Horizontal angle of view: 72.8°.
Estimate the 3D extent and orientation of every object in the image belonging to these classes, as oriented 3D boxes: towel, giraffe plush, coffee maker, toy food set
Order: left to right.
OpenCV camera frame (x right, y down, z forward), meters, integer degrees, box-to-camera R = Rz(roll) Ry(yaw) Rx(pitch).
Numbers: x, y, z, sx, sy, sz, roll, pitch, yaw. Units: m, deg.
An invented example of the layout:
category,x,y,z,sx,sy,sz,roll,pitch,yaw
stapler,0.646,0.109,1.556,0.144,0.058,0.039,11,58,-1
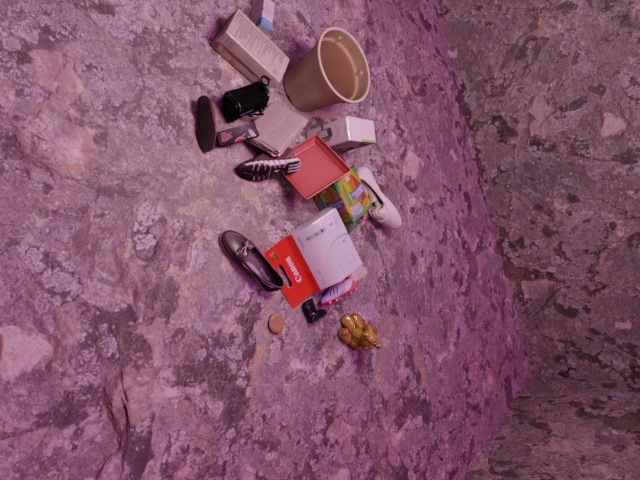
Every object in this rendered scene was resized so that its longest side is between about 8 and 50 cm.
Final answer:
category,x,y,z,sx,sy,sz,roll,pitch,yaw
coffee maker,-0.308,-0.583,1.779,0.178,0.120,0.171,-38,153,-41
towel,-0.192,-0.485,1.886,0.187,0.049,0.282,31,55,5
toy food set,-0.186,0.350,1.845,0.083,0.020,0.083,27,66,-38
giraffe plush,0.201,0.457,2.095,0.181,0.170,0.211,9,77,-43

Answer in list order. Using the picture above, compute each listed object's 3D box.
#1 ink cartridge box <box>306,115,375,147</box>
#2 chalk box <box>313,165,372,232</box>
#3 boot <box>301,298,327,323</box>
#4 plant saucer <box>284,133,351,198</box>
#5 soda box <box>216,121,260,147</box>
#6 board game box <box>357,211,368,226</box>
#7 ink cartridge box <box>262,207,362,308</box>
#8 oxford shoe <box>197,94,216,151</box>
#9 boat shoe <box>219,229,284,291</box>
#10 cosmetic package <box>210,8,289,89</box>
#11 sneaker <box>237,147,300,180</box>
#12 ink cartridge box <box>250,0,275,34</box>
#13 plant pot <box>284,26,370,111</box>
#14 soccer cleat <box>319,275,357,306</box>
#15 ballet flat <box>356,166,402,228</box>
category,x,y,z,sx,sy,sz,roll,pitch,yaw
ink cartridge box,0.095,-0.495,2.075,0.198,0.272,0.115,-7,91,-44
chalk box,0.115,-0.182,2.108,0.180,0.179,0.289,-44,113,-38
boot,-0.029,0.313,1.990,0.121,0.045,0.099,-27,96,-45
plant saucer,-0.040,-0.325,1.953,0.259,0.048,0.258,-35,71,-17
soda box,-0.333,-0.427,1.753,0.168,0.053,0.060,-20,98,-13
board game box,0.210,-0.159,2.297,0.133,0.033,0.169,-43,113,-39
ink cartridge box,-0.026,0.080,1.923,0.385,0.091,0.308,-37,112,-25
oxford shoe,-0.436,-0.452,1.705,0.076,0.075,0.213,-30,120,-83
boat shoe,-0.265,0.079,1.760,0.335,0.095,0.112,52,52,-25
cosmetic package,-0.294,-0.800,1.849,0.296,0.129,0.153,36,59,-34
sneaker,-0.238,-0.353,1.873,0.281,0.106,0.163,-10,58,-26
ink cartridge box,-0.260,-1.001,1.929,0.061,0.104,0.182,17,72,-41
plant pot,0.007,-0.751,2.007,0.333,0.305,0.334,8,78,-43
soccer cleat,0.074,0.240,2.083,0.247,0.083,0.095,-21,78,-42
ballet flat,0.287,-0.201,2.306,0.139,0.139,0.400,-45,108,-38
